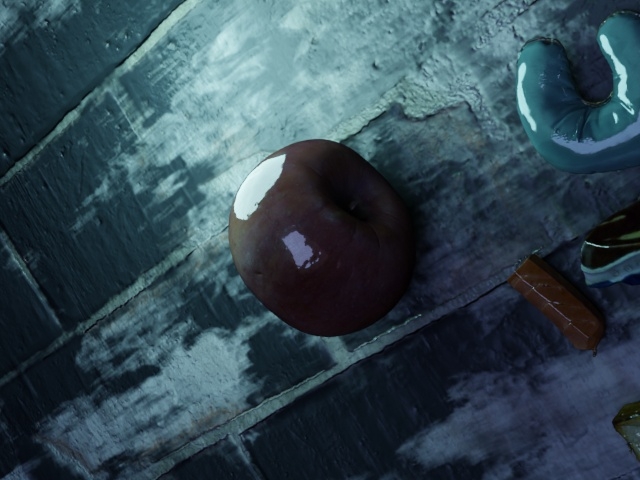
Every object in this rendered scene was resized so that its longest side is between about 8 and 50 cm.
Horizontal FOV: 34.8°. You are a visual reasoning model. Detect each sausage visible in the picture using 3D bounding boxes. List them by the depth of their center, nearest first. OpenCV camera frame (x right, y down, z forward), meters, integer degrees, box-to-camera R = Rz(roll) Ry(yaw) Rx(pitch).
[{"bbox_3d":[0.358,0.097,1.512,0.169,0.065,0.065,44,121,12],"label":"sausage"}]

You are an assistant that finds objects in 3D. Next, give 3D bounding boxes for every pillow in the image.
[{"bbox_3d":[0.386,-0.199,1.400,0.233,0.086,0.214,-17,90,31],"label":"pillow"}]

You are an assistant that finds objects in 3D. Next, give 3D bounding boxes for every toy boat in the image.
[{"bbox_3d":[0.478,0.009,1.398,0.262,0.114,0.115,-18,126,32],"label":"toy boat"}]

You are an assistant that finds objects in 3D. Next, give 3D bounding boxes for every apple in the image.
[{"bbox_3d":[0.000,0.000,1.571,0.305,0.306,0.235,53,129,7],"label":"apple"}]

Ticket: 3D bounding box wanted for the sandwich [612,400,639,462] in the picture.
[{"bbox_3d":[0.562,0.323,1.436,0.226,0.087,0.251,-34,85,48],"label":"sandwich"}]
